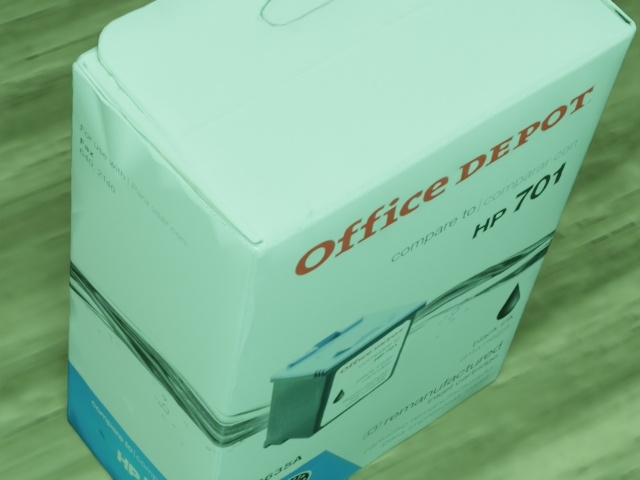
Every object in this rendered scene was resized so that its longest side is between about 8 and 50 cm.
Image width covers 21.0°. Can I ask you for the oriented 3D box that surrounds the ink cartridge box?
[{"bbox_3d":[0.000,0.000,0.527,0.139,0.191,0.082,-31,66,-26],"label":"ink cartridge box"}]
